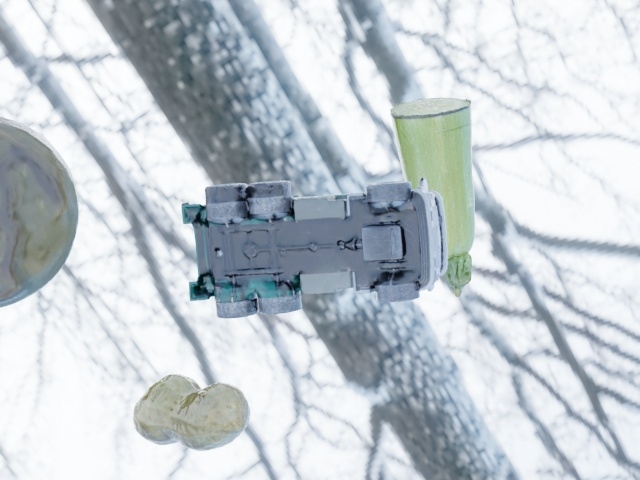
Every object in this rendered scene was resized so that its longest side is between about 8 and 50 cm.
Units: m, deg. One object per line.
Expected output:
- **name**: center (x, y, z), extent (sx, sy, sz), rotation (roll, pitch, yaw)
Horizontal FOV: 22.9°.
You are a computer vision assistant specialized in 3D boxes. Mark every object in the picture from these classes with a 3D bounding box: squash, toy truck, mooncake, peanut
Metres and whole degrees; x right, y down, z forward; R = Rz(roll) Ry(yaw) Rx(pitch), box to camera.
- **squash**: center (0.139, -0.047, 1.771), extent (0.094, 0.224, 0.094), rotation (-9, -170, 2)
- **toy truck**: center (0.000, 0.000, 1.322), extent (0.216, 0.110, 0.116), rotation (-4, -176, 19)
- **mooncake**: center (-0.480, -0.038, 2.214), extent (0.284, 0.284, 0.155), rotation (-35, -167, -5)
- **peanut**: center (-0.152, 0.203, 1.868), extent (0.192, 0.089, 0.089), rotation (-1, -133, 45)
